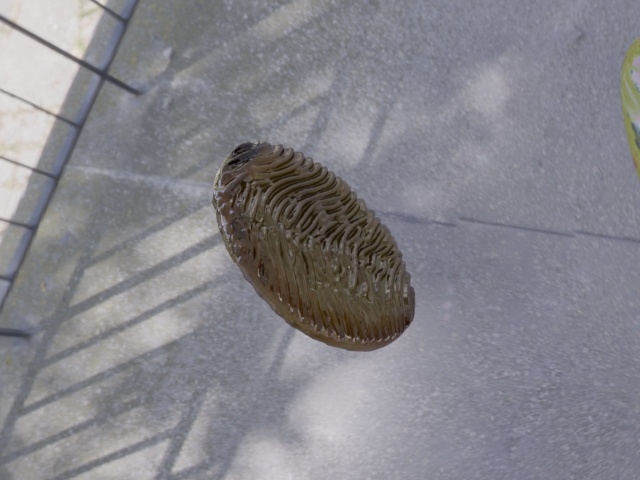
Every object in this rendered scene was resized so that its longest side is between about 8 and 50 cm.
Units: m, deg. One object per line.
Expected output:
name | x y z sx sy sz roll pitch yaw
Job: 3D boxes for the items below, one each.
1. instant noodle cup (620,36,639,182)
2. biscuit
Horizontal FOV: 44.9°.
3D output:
instant noodle cup | 0.491 -0.095 0.789 0.254 0.325 0.325 -18 72 9
biscuit | 0.000 0.000 0.978 0.040 0.318 0.317 -42 64 31
